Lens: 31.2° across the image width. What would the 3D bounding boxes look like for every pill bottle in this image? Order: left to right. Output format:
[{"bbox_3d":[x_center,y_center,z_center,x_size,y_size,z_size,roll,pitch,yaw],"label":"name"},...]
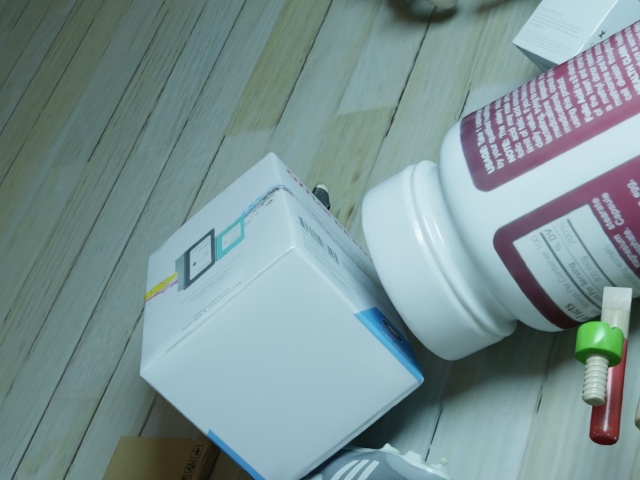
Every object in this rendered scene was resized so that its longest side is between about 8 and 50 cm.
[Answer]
[{"bbox_3d":[0.249,-0.052,1.048,0.392,0.224,0.224,-28,40,22],"label":"pill bottle"}]

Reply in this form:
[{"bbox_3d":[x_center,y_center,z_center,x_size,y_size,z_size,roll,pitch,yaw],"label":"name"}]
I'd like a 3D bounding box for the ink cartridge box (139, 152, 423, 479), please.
[{"bbox_3d":[-0.049,0.076,1.191,0.197,0.198,0.270,-40,21,10],"label":"ink cartridge box"}]

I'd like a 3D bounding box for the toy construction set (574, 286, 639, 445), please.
[{"bbox_3d":[0.342,0.024,0.859,0.308,0.257,0.237,-14,50,39],"label":"toy construction set"}]

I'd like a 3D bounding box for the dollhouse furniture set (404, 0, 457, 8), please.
[{"bbox_3d":[0.177,-0.431,1.564,0.242,0.161,0.212,-63,26,11],"label":"dollhouse furniture set"}]

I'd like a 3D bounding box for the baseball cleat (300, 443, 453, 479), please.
[{"bbox_3d":[0.043,0.247,1.110,0.206,0.072,0.110,-2,60,55],"label":"baseball cleat"}]

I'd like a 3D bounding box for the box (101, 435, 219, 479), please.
[{"bbox_3d":[-0.212,0.320,1.319,0.164,0.021,0.201,-6,53,41],"label":"box"}]

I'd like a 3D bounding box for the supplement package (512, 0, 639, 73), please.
[{"bbox_3d":[0.317,-0.246,1.243,0.179,0.105,0.105,-54,35,4],"label":"supplement package"}]

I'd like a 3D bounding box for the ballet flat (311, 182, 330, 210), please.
[{"bbox_3d":[0.000,0.000,1.401,0.049,0.057,0.173,5,50,-2],"label":"ballet flat"}]
